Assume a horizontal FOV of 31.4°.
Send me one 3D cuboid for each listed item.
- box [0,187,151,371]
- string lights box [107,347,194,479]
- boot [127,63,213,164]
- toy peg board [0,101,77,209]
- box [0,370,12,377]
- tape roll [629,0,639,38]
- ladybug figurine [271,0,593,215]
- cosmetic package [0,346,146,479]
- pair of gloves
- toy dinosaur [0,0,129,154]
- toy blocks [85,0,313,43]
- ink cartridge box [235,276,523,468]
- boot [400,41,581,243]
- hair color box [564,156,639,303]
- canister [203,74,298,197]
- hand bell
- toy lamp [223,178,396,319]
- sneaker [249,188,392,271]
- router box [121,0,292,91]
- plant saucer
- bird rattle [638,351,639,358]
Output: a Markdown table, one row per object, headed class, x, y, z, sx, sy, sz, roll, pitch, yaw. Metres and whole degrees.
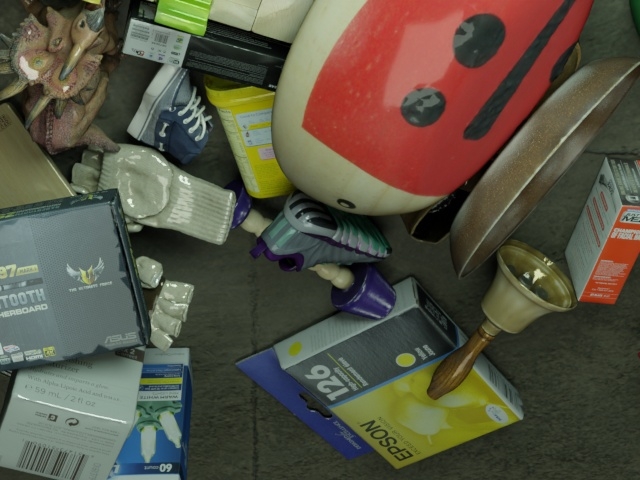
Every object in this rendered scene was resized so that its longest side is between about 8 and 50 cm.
| class | x | y | z | sx | sy | sz | roll | pitch | yaw |
| --- | --- | --- | --- | --- | --- | --- | --- | --- | --- |
| box | -0.327 | 0.050 | 1.308 | 0.233 | 0.059 | 0.183 | -10 | 110 | -1 |
| string lights box | -0.248 | 0.269 | 1.557 | 0.133 | 0.259 | 0.076 | -2 | 134 | -1 |
| boot | -0.150 | -0.150 | 1.258 | 0.086 | 0.069 | 0.190 | 31 | 155 | -9 |
| toy peg board | -0.378 | -0.059 | 1.351 | 0.161 | 0.079 | 0.161 | -32 | 101 | 8 |
| box | -0.355 | 0.109 | 1.538 | 0.087 | 0.058 | 0.232 | 31 | 125 | -25 |
| tape roll | 0.492 | -0.271 | 1.193 | 0.321 | 0.077 | 0.321 | -1 | 134 | -1 |
| ladybug figurine | 0.129 | -0.195 | 1.119 | 0.305 | 0.162 | 0.449 | -4 | 134 | -47 |
| cosmetic package | -0.316 | 0.188 | 1.447 | 0.151 | 0.183 | 0.151 | 16 | 131 | -15 |
| pair of gloves | -0.228 | 0.001 | 1.379 | 0.204 | 0.042 | 0.240 | 27 | 114 | 4 |
| toy dinosaur | -0.270 | -0.162 | 1.178 | 0.127 | 0.200 | 0.295 | 0 | 141 | -4 |
| toy blocks | -0.116 | -0.354 | 1.048 | 0.382 | 0.190 | 0.260 | 15 | 120 | -15 |
| ink cartridge box | 0.087 | 0.218 | 1.653 | 0.307 | 0.072 | 0.303 | -29 | 128 | 21 |
| boot | 0.196 | -0.112 | 1.309 | 0.112 | 0.115 | 0.305 | 25 | 126 | -20 |
| hair color box | 0.363 | -0.011 | 1.424 | 0.053 | 0.093 | 0.167 | 4 | 134 | -7 |
| canister | -0.051 | -0.135 | 1.308 | 0.126 | 0.073 | 0.170 | -10 | 134 | 8 |
| hand bell | 0.214 | 0.125 | 1.505 | 0.126 | 0.126 | 0.242 | 24 | 121 | -23 |
| toy lamp | -0.015 | 0.019 | 1.454 | 0.275 | 0.080 | 0.080 | 35 | 124 | -27 |
| sneaker | 0.000 | 0.000 | 1.387 | 0.098 | 0.083 | 0.224 | -41 | 151 | 18 |
| router box | -0.108 | -0.225 | 1.178 | 0.179 | 0.133 | 0.046 | 13 | 131 | -13 |
| plant saucer | 0.238 | -0.087 | 1.252 | 0.050 | 0.310 | 0.310 | 40 | 130 | 12 |
| bird rattle | 0.571 | 0.184 | 1.600 | 0.254 | 0.143 | 0.207 | 0 | 150 | 2 |
